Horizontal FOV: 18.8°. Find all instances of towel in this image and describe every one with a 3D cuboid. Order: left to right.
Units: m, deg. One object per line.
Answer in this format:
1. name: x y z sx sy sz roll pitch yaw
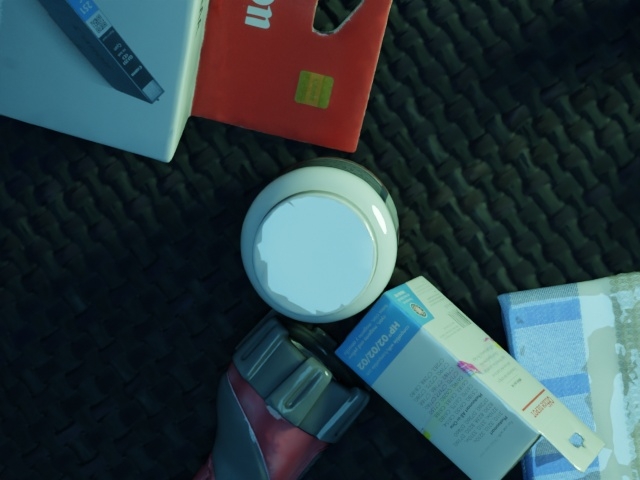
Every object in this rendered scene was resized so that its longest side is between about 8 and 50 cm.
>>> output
1. towel: 0.282 0.120 1.401 0.285 0.034 0.209 -7 95 4

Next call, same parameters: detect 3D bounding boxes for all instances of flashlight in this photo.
1. flashlight: -0.093 0.190 1.400 0.304 0.103 0.103 -48 129 10

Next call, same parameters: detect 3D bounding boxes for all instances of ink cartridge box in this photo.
1. ink cartridge box: -0.081 -0.181 1.296 0.261 0.066 0.296 15 132 2
2. ink cartridge box: 0.107 0.111 1.355 0.181 0.104 0.061 42 106 9

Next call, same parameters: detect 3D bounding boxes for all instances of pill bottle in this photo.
1. pill bottle: 0.000 0.000 1.330 0.108 0.180 0.108 0 95 3
